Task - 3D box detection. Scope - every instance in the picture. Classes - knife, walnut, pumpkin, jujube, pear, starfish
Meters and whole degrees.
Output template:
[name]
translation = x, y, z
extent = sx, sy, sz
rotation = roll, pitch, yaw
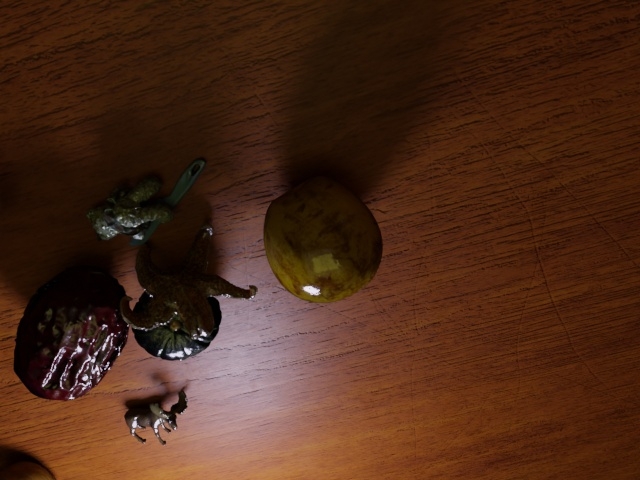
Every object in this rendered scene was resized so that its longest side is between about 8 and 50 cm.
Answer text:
[knife]
translation = -0.369, -0.084, 1.149
extent = 0.045, 0.019, 0.313
rotation = 38, 114, -15
[walnut]
translation = -0.985, 0.867, 1.619
extent = 0.203, 0.203, 0.297
rotation = -7, 124, 1
[pumpkin]
translation = -0.364, 0.196, 1.225
extent = 0.221, 0.162, 0.220
rotation = -2, 96, -14
[jujube]
translation = -0.618, 0.233, 1.212
extent = 0.259, 0.258, 0.376
rotation = 31, 110, -20
[pear]
translation = 0.000, 0.000, 1.076
extent = 0.281, 0.280, 0.280
rotation = -1, 122, -2
[starfish]
translation = -0.303, 0.095, 1.114
extent = 0.313, 0.303, 0.113
rotation = 7, 140, 5

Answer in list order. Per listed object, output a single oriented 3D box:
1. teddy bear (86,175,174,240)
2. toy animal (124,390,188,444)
[teddy bear]
translation = -0.451, -0.054, 1.101
extent = 0.213, 0.111, 0.133
rotation = -21, 104, 10
[toy animal]
translation = -0.509, 0.550, 1.498
extent = 0.215, 0.093, 0.185
rotation = 1, 114, 6
